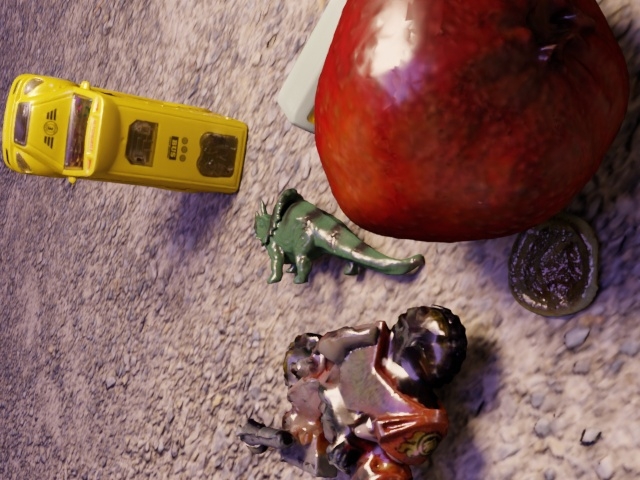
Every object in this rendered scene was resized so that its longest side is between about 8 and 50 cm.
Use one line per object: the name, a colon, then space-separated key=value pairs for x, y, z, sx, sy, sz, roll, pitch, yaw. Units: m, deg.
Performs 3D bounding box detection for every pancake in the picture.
pancake: x=0.219 y=0.021 z=0.764 sx=0.108 sy=0.017 sz=0.108 roll=-4 pitch=85 yaw=48

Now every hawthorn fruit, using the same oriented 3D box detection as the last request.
hawthorn fruit: x=0.110 y=-0.115 z=0.729 sx=0.307 sy=0.265 sz=0.265 roll=-33 pitch=61 yaw=51

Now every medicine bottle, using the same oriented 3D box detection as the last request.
medicine bottle: x=0.052 y=-0.226 z=0.922 sx=0.229 sy=0.121 sz=0.083 roll=-57 pitch=45 yaw=30

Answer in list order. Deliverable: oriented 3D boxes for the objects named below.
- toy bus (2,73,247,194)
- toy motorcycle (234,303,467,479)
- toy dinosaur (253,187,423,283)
toy bus: x=-0.276 y=-0.144 z=1.166 sx=0.152 sy=0.330 sz=0.144 roll=17 pitch=99 yaw=49
toy motorcycle: x=0.014 y=0.201 z=0.918 sx=0.401 sy=0.134 sz=0.207 roll=-19 pitch=65 yaw=48
toy dinosaur: x=-0.005 y=0.017 z=1.006 sx=0.292 sy=0.079 sz=0.120 roll=33 pitch=113 yaw=45
